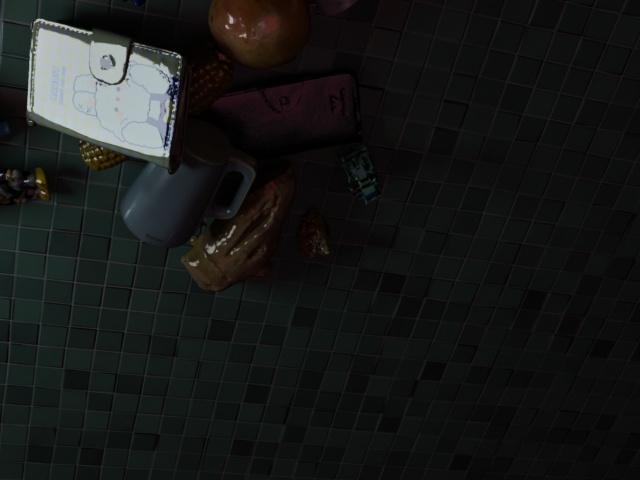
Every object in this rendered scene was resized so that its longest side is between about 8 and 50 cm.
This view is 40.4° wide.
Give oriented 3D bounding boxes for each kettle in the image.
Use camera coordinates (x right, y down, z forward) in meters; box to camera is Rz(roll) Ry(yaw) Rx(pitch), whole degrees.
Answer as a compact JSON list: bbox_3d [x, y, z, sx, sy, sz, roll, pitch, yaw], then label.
[{"bbox_3d":[-0.250,-0.105,1.709,0.211,0.160,0.243,27,131,-17],"label":"kettle"}]

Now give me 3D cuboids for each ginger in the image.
[{"bbox_3d":[-0.157,-0.025,1.840,0.190,0.126,0.354,27,116,-12],"label":"ginger"}]

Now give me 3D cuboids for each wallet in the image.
[{"bbox_3d":[-0.072,-0.246,1.765,0.318,0.045,0.172,-11,125,-5],"label":"wallet"},{"bbox_3d":[-0.383,-0.268,1.580,0.309,0.077,0.223,18,109,15],"label":"wallet"}]

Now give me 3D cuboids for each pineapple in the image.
[{"bbox_3d":[0.000,0.000,1.910,0.077,0.114,0.114,0,129,-33],"label":"pineapple"}]

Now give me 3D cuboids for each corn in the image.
[{"bbox_3d":[-0.314,-0.255,1.673,0.363,0.120,0.120,-32,122,15],"label":"corn"}]

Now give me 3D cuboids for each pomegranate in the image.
[{"bbox_3d":[-0.107,-0.399,1.575,0.191,0.191,0.191,-5,123,-8],"label":"pomegranate"}]

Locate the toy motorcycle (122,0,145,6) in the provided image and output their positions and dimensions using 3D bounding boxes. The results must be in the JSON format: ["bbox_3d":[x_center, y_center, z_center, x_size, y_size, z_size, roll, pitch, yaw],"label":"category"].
[{"bbox_3d":[-0.268,-0.548,1.457,0.196,0.125,0.331,37,118,-4],"label":"toy motorcycle"}]

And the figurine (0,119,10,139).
[{"bbox_3d":[-0.726,-0.224,1.611,0.262,0.154,0.180,-20,116,-18],"label":"figurine"}]

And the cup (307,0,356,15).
[{"bbox_3d":[-0.003,-0.482,1.595,0.136,0.099,0.133,-32,123,9],"label":"cup"}]

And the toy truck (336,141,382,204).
[{"bbox_3d":[0.091,-0.128,1.795,0.067,0.175,0.081,-28,129,7],"label":"toy truck"}]

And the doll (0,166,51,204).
[{"bbox_3d":[-0.698,-0.096,1.712,0.316,0.145,0.103,-7,90,-13],"label":"doll"}]
